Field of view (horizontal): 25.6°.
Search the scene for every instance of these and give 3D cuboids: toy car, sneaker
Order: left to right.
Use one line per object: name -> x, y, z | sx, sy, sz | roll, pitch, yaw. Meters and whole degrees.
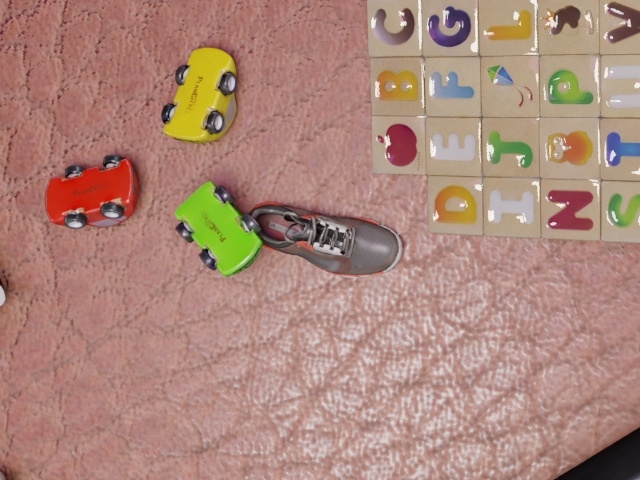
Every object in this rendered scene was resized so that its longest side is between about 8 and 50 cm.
toy car -> -0.126, -0.044, 1.354 | 0.239, 0.053, 0.225 | -43, 60, 3
sneaker -> 0.000, 0.000, 1.360 | 0.158, 0.065, 0.061 | 10, 88, 7

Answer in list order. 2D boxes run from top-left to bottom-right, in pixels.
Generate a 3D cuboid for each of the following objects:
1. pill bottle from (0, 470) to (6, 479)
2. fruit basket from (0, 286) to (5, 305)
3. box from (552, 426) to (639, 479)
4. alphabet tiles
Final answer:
pill bottle -> -0.338, 0.371, 1.328 | 0.160, 0.160, 0.283 | -18, 86, 5
fruit basket -> -0.537, 0.037, 1.352 | 0.353, 0.165, 0.327 | -37, 83, -8
box -> 0.341, 0.398, 1.158 | 0.480, 0.297, 0.471 | -35, 82, 12
alphabet tiles -> 0.201, -0.142, 1.298 | 0.343, 0.011, 0.285 | 3, 102, 26
